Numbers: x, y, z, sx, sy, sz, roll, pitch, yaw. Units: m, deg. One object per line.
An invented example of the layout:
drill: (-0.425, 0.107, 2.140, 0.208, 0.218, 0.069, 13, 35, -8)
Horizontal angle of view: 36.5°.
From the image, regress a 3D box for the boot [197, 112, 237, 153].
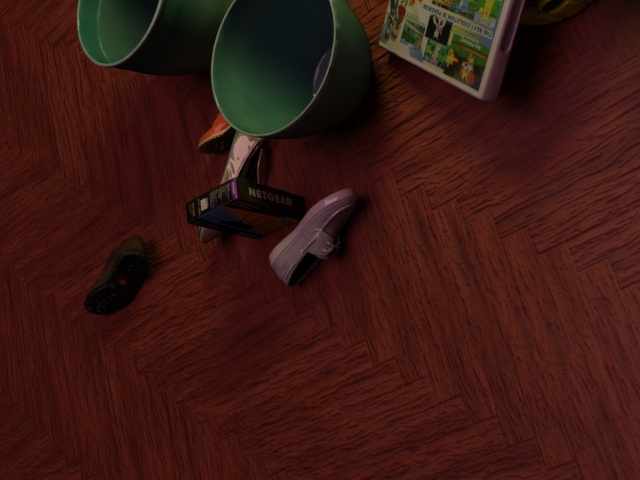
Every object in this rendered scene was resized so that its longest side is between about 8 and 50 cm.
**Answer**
boot: (-0.185, -0.233, 1.922, 0.158, 0.059, 0.085, -32, 60, 25)

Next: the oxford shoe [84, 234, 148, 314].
oxford shoe: (-0.435, 0.076, 2.091, 0.227, 0.082, 0.096, -46, 33, 29)

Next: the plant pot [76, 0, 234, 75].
plant pot: (-0.296, -0.443, 1.919, 0.271, 0.255, 0.272, -9, 76, 41)

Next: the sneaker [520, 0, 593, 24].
sneaker: (0.381, -0.433, 1.423, 0.295, 0.109, 0.123, -41, 48, 23)

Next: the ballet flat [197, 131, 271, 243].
ballet flat: (-0.160, -0.099, 1.864, 0.086, 0.086, 0.248, 28, 100, 41)

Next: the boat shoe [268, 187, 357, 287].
boat shoe: (-0.001, 0.000, 1.708, 0.227, 0.079, 0.081, -45, 65, 33)

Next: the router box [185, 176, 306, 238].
router box: (-0.134, -0.056, 1.759, 0.133, 0.179, 0.046, -24, 66, 37)

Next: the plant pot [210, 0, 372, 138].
plant pot: (-0.021, -0.305, 1.688, 0.290, 0.195, 0.290, -8, 78, 41)

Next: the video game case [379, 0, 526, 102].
video game case: (0.213, -0.405, 1.505, 0.329, 0.036, 0.300, 44, 126, 54)
